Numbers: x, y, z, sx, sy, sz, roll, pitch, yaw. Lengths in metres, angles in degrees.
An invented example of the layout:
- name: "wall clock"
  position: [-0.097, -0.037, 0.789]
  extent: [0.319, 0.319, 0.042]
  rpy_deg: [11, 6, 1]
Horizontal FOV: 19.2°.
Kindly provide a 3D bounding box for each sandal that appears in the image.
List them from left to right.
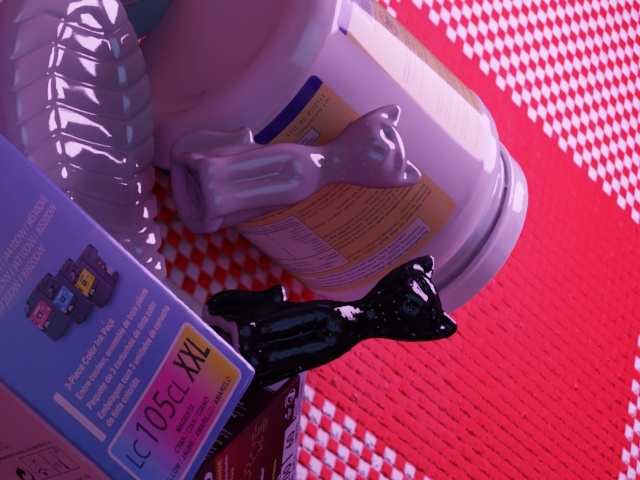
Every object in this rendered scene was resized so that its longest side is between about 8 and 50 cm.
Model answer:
- name: "sandal"
  position: [-0.210, -0.022, 1.526]
  extent: [0.169, 0.102, 0.416]
  rpy_deg: [-9, 91, -56]

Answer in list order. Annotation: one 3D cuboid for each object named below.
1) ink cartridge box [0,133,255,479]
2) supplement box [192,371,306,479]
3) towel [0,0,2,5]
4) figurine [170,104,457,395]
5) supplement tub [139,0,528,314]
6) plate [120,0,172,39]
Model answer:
- name: "ink cartridge box"
  position: [-0.282, 0.043, 1.275]
  extent: [0.395, 0.270, 0.151]
  rpy_deg: [44, 50, -21]
- name: "supplement box"
  position: [-0.104, 0.199, 1.523]
  extent: [0.239, 0.073, 0.130]
  rpy_deg: [-42, 146, -48]
- name: "towel"
  position: [-0.300, -0.223, 1.557]
  extent: [0.187, 0.049, 0.282]
  rpy_deg: [-22, 94, -50]
- name: "figurine"
  position: [0.000, 0.000, 1.536]
  extent: [0.209, 0.092, 0.214]
  rpy_deg: [-12, 91, -23]
- name: "supplement tub"
  position: [0.011, -0.091, 1.717]
  extent: [0.331, 0.241, 0.241]
  rpy_deg: [40, 49, -34]
- name: "plate"
  position: [-0.191, -0.260, 1.623]
  extent: [0.188, 0.024, 0.188]
  rpy_deg: [13, 71, -41]
